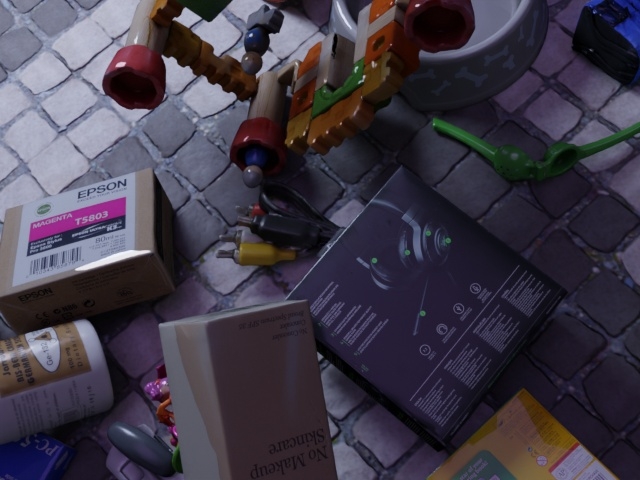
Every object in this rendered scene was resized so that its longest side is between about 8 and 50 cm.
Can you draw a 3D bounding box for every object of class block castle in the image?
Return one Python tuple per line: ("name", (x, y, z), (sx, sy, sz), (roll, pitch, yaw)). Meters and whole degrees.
("block castle", (-0.048, -0.265, 1.171), (0.453, 0.303, 0.212), (-30, 43, 42))

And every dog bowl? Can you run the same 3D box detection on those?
("dog bowl", (0.176, -0.373, 1.386), (0.349, 0.102, 0.348), (-4, 65, 8))

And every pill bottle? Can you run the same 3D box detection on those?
("pill bottle", (-0.400, 0.193, 1.176), (0.229, 0.131, 0.131), (-15, 62, -23))

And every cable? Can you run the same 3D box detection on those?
("cable", (0.000, 0.000, 1.292), (0.287, 0.072, 0.139), (15, 52, 3))

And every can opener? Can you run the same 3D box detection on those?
("can opener", (-0.172, 0.338, 1.133), (0.283, 0.095, 0.076), (39, 78, 23))

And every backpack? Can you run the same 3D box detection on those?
("backpack", (0.444, -0.297, 1.307), (0.101, 0.098, 0.120), (-33, 64, -9))

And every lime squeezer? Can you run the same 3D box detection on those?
("lime squeezer", (0.315, -0.128, 1.289), (0.311, 0.058, 0.110), (1, 36, 12))

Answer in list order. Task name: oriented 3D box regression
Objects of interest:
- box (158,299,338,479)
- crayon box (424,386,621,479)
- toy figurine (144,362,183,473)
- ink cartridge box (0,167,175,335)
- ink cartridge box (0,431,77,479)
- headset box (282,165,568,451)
("box", (-0.076, 0.233, 1.035), (0.148, 0.121, 0.311), (-11, 91, -36))
("crayon box", (0.204, 0.333, 1.077), (0.278, 0.081, 0.165), (-41, 66, -9))
("toy figurine", (-0.167, 0.215, 1.167), (0.159, 0.173, 0.130), (35, 115, 34))
("ink cartridge box", (-0.331, 0.012, 1.277), (0.235, 0.088, 0.193), (-17, 44, 3))
("ink cartridge box", (-0.447, 0.283, 1.232), (0.207, 0.046, 0.097), (22, 73, 18))
("headset box", (0.118, 0.082, 1.148), (0.283, 0.131, 0.246), (38, 78, 11))
